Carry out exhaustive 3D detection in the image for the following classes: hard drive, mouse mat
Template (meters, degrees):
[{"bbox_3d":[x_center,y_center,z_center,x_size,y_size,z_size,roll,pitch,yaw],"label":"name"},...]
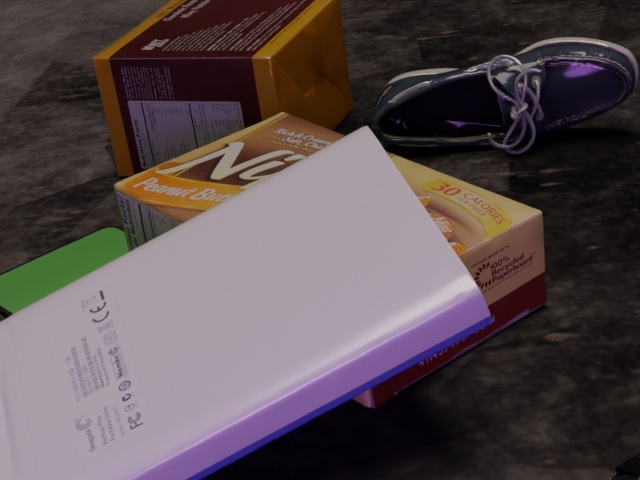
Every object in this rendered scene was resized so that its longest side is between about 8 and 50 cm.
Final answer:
[{"bbox_3d":[-0.071,0.059,0.863,0.318,0.040,0.210,-28,38,0],"label":"hard drive"},{"bbox_3d":[-0.189,0.039,1.109,0.152,0.007,0.189,-27,33,-32],"label":"mouse mat"}]

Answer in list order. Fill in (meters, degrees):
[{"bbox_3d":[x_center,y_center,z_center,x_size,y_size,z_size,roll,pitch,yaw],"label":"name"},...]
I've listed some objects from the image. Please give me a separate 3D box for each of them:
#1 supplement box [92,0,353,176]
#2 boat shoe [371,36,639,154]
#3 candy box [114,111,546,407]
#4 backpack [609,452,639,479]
[{"bbox_3d":[-0.094,-0.160,1.336,0.194,0.129,0.191,3,29,21],"label":"supplement box"},{"bbox_3d":[0.172,-0.135,1.242,0.254,0.095,0.079,-3,25,15],"label":"boat shoe"},{"bbox_3d":[0.000,0.000,1.030,0.183,0.088,0.316,-26,33,-31],"label":"candy box"},{"bbox_3d":[0.213,0.166,0.612,0.182,0.115,0.152,12,21,37],"label":"backpack"}]
